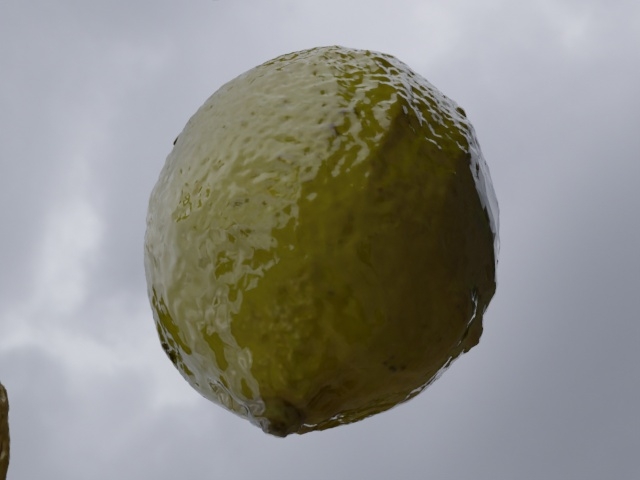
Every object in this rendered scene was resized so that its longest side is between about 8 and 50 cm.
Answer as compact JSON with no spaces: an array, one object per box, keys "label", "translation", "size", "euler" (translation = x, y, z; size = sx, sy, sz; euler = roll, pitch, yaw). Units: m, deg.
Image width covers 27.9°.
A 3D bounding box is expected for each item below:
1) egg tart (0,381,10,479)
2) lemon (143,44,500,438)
[{"label":"egg tart","translation":[-0.419,0.230,1.221],"size":[0.319,0.319,0.128],"euler":[-48,-33,-7]},{"label":"lemon","translation":[0.000,0.000,0.948],"size":[0.268,0.322,0.268],"euler":[3,-51,4]}]
